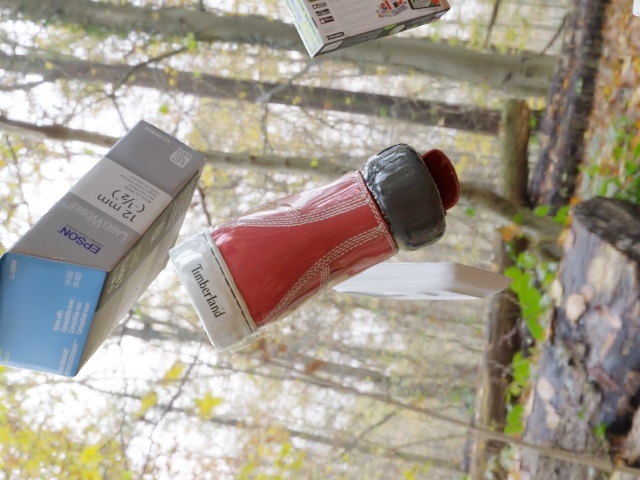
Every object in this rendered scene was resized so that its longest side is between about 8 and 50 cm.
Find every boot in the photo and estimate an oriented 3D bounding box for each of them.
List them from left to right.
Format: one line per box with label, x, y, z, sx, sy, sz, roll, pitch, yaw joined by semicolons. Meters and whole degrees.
boot;0.000;0.000;0.566;0.088;0.176;0.244;64;173;-2

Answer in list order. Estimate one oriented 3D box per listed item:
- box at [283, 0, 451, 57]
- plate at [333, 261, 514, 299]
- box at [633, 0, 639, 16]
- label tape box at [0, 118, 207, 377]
box;0.054;-0.304;1.048;0.114;0.207;0.036;64;149;5
plate;0.155;0.073;1.460;0.277;0.278;0.045;12;-102;-58
box;0.455;-0.298;0.856;0.127;0.232;0.148;-106;11;-66
label tape box;-0.294;0.045;1.063;0.249;0.115;0.348;-59;1;46
